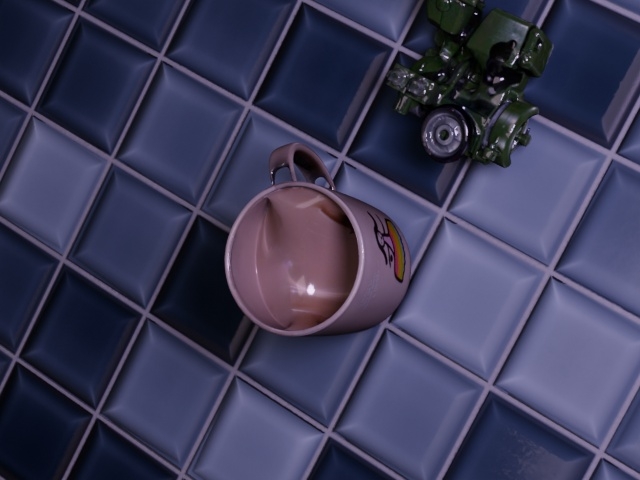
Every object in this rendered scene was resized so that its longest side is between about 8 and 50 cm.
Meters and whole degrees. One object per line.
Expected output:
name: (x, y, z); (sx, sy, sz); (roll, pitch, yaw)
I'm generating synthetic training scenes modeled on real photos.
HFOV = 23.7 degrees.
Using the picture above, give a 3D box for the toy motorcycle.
toy motorcycle: (0.201, -0.231, 1.937); (0.205, 0.127, 0.275); (30, 101, 28)

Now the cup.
cup: (0.000, 0.000, 1.968); (0.191, 0.200, 0.253); (-19, 78, 23)
